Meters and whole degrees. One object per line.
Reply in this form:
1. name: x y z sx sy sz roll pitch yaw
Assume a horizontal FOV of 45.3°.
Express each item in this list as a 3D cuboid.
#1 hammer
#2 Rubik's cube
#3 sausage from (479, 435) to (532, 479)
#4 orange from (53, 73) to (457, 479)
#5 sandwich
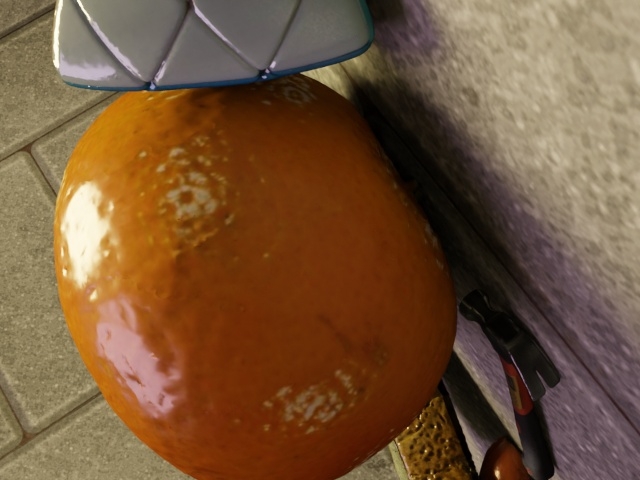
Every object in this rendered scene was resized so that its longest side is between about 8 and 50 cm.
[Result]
1. hammer: 0.213 0.173 0.806 0.111 0.033 0.287 49 168 45
2. Rubik's cube: -0.109 -0.203 0.619 0.254 0.254 0.254 55 171 13
3. sausage: 0.260 0.351 1.013 0.089 0.089 0.179 174 73 -80
4. orange: -0.048 0.027 0.740 0.424 0.326 0.424 63 -172 -16
5. sandwich: 0.125 0.233 1.094 0.249 0.095 0.273 89 161 -81
